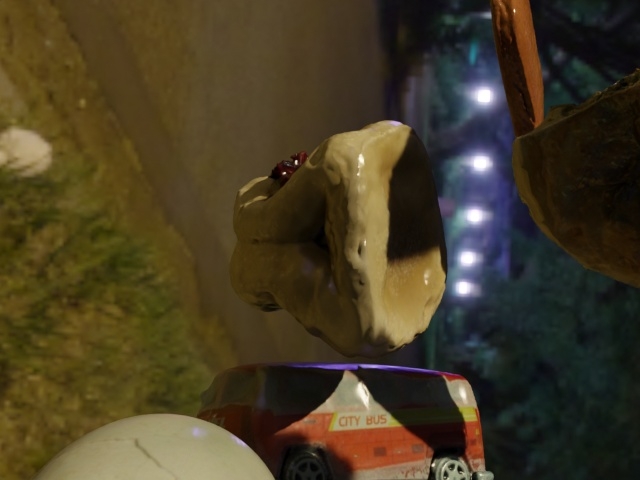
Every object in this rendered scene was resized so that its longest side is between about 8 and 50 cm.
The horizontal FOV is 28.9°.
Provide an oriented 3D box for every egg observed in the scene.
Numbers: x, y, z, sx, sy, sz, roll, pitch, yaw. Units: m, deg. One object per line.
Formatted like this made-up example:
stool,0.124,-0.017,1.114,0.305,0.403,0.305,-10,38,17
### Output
egg,-0.099,0.178,0.641,0.209,0.151,0.151,-47,143,-55

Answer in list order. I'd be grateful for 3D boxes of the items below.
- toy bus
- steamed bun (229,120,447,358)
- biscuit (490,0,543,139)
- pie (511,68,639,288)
toy bus,0.014,0.163,1.039,0.121,0.265,0.120,-16,-109,51
steamed bun,0.000,0.000,0.946,0.141,0.155,0.172,-13,99,-59
biscuit,0.213,-0.217,1.330,0.186,0.036,0.192,-84,160,-44
pie,0.258,-0.045,0.932,0.185,0.218,0.052,51,37,-11
